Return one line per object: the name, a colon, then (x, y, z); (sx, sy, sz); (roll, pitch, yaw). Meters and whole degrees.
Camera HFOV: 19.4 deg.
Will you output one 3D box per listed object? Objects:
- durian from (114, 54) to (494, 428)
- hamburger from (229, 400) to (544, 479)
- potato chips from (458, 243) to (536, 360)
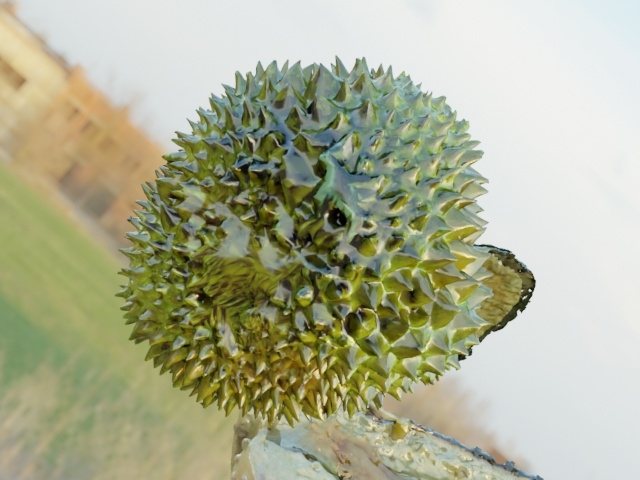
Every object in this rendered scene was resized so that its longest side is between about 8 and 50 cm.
durian: (0.001, 0.000, 1.321); (0.291, 0.291, 0.224); (41, -17, 6)
hamburger: (0.070, 0.370, 2.004); (0.445, 0.287, 0.268); (24, 35, -9)
potato chips: (0.072, 0.056, 1.601); (0.220, 0.202, 0.029); (4, 57, -26)
